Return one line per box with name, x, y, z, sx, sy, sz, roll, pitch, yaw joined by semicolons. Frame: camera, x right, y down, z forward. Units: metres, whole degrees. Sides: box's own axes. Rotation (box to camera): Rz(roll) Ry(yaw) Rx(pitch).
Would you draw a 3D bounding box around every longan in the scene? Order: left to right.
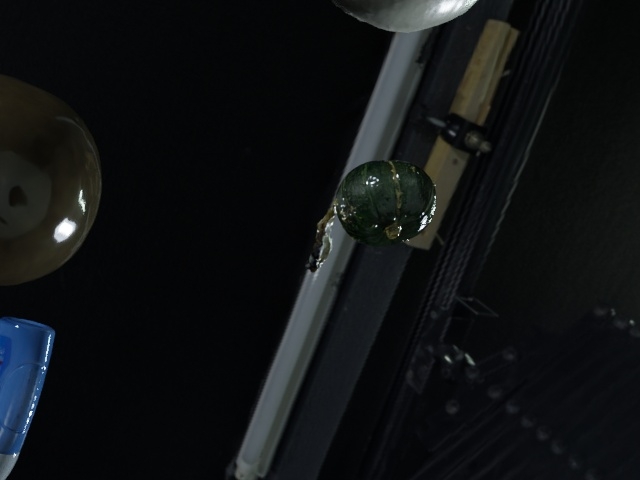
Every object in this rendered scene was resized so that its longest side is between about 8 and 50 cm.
longan;-0.430;-0.073;0.828;0.297;0.297;0.297;-9;-65;-21

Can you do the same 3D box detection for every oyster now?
oyster;0.000;0.003;0.731;0.019;0.054;0.083;18;-55;11

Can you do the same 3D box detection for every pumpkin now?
pumpkin;0.121;-0.069;1.241;0.190;0.190;0.146;33;-126;-32

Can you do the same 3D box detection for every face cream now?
face cream;-0.497;0.257;1.040;0.083;0.149;0.264;21;-100;-42

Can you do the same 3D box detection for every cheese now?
cheese;0.089;-0.304;0.677;0.198;0.189;0.154;-19;-34;-22
